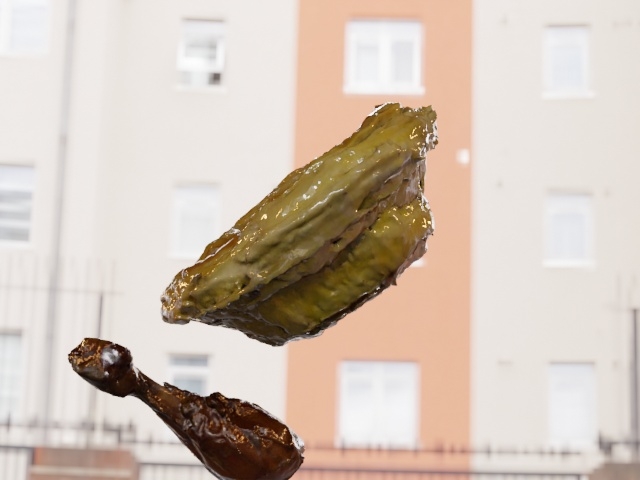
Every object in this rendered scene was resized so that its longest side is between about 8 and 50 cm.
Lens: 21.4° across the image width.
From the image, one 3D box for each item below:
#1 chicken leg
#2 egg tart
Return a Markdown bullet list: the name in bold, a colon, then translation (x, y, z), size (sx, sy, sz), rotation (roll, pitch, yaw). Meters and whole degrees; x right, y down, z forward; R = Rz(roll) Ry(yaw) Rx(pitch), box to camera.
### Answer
- **chicken leg**: translation (-0.153, 0.198, 1.911), size (0.304, 0.093, 0.113), rotation (30, -35, -21)
- **egg tart**: translation (0.000, 0.000, 1.683), size (0.352, 0.150, 0.352), rotation (-37, 3, 2)
